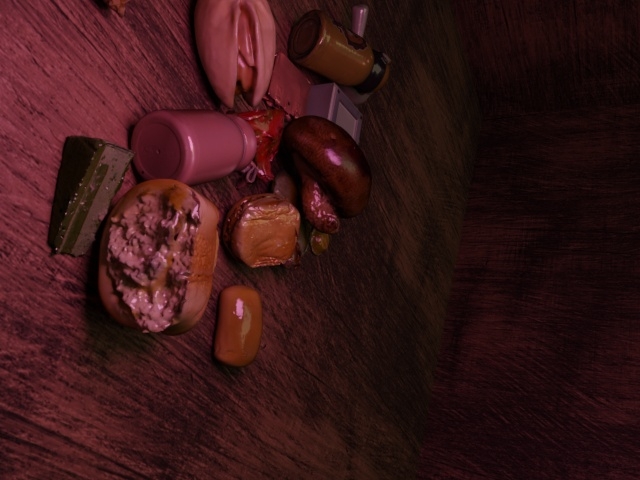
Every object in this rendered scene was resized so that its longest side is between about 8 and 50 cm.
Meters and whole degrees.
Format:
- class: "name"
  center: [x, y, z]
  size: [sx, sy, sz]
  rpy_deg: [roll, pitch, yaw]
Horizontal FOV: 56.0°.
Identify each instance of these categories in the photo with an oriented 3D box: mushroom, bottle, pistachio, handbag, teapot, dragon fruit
- class: "mushroom"
  center: [0.018, -0.208, 1.707]
  size: [0.239, 0.345, 0.345]
  rpy_deg: [-20, 111, -27]
- class: "bottle"
  center: [-0.266, -0.200, 1.380]
  size: [0.206, 0.173, 0.297]
  rpy_deg: [63, 28, 1]
- class: "pistachio"
  center: [-0.212, -0.488, 1.487]
  size: [0.194, 0.214, 0.317]
  rpy_deg: [-5, 109, -18]
- class: "handbag"
  center: [-0.104, -0.451, 1.803]
  size: [0.212, 0.059, 0.157]
  rpy_deg: [30, 64, -59]
- class: "teapot"
  center: [0.119, -0.638, 2.118]
  size: [0.220, 0.149, 0.318]
  rpy_deg: [-64, 143, -41]
- class: "dragon fruit"
  center: [-0.163, -0.255, 1.620]
  size: [0.262, 0.134, 0.211]
  rpy_deg: [-32, 121, -57]
- class: "bottle"
  center: [0.078, -0.584, 1.921]
  size: [0.351, 0.172, 0.171]
  rpy_deg: [13, 78, -42]

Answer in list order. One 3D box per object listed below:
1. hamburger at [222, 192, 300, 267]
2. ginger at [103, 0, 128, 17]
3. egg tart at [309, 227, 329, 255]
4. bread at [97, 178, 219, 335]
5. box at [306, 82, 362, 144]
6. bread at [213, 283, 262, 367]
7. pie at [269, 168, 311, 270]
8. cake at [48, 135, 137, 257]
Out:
- class: "hamburger"
  center: [-0.155, -0.026, 1.589]
  size: [0.214, 0.108, 0.213]
  rpy_deg: [-13, 117, -27]
- class: "ginger"
  center: [-0.401, -0.585, 1.182]
  size: [0.138, 0.152, 0.267]
  rpy_deg: [-97, 172, -73]
- class: "egg tart"
  center: [0.000, 0.000, 2.019]
  size: [0.105, 0.039, 0.105]
  rpy_deg: [-1, 92, -64]
- class: "bread"
  center: [-0.329, 0.036, 1.243]
  size: [0.270, 0.212, 0.315]
  rpy_deg: [55, 45, -82]
- class: "box"
  center: [0.036, -0.364, 1.999]
  size: [0.225, 0.118, 0.224]
  rpy_deg: [33, 62, -57]
- class: "bread"
  center: [-0.207, 0.225, 1.582]
  size: [0.147, 0.098, 0.217]
  rpy_deg: [15, 78, -64]
- class: "pie"
  center: [-0.095, -0.069, 1.799]
  size: [0.257, 0.106, 0.274]
  rpy_deg: [-62, 144, -64]
- class: "cake"
  center: [-0.465, -0.090, 1.170]
  size: [0.100, 0.099, 0.235]
  rpy_deg: [22, 92, -60]
